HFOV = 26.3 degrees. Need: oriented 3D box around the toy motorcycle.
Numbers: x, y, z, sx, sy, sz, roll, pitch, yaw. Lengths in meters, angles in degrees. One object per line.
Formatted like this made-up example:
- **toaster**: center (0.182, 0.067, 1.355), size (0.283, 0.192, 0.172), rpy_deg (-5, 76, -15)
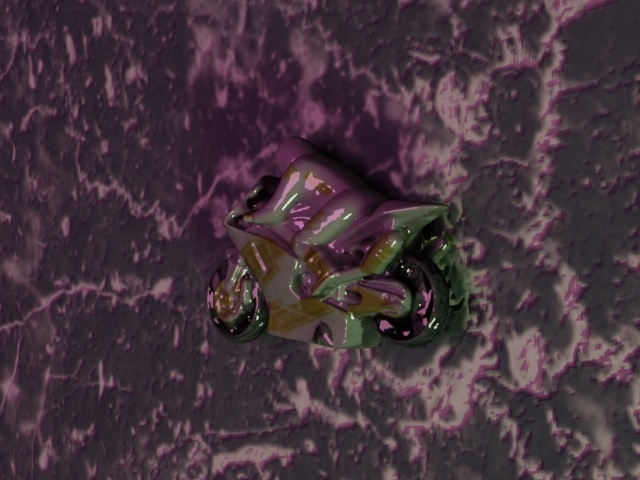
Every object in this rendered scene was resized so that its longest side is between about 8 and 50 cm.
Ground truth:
- **toy motorcycle**: center (0.000, 0.000, 0.975), size (0.225, 0.073, 0.152), rpy_deg (-2, 87, 42)
